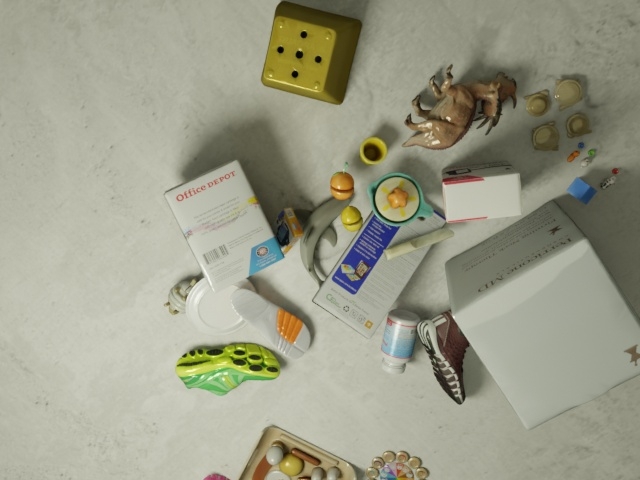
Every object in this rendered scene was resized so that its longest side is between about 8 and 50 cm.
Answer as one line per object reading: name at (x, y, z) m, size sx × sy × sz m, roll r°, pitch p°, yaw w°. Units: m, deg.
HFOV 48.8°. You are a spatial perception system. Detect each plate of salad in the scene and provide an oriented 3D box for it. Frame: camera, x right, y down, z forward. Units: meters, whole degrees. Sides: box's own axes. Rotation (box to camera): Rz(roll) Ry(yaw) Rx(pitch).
plate of salad at (-0.271, 0.171, 1.932) m, size 0.199 × 0.048 × 0.200 m, roll -8°, pitch 117°, yaw -16°

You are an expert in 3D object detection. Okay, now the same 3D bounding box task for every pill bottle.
pill bottle at (0.209, 0.271, 1.886) m, size 0.087 × 0.087 × 0.160 m, roll 12°, pitch 106°, yaw 5°

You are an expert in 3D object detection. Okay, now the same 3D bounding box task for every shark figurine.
shark figurine at (-0.019, 0.021, 1.839) m, size 0.166 × 0.116 × 0.279 m, roll 7°, pitch 104°, yaw 8°

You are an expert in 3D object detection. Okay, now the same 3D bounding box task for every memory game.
memory game at (0.221, 0.689, 2.039) m, size 0.186 × 0.012 × 0.186 m, roll 2°, pitch 105°, yaw 8°

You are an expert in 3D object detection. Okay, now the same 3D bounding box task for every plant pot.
plant pot at (-0.035, -0.441, 1.672) m, size 0.212 × 0.187 × 0.212 m, roll 15°, pitch 108°, yaw 4°

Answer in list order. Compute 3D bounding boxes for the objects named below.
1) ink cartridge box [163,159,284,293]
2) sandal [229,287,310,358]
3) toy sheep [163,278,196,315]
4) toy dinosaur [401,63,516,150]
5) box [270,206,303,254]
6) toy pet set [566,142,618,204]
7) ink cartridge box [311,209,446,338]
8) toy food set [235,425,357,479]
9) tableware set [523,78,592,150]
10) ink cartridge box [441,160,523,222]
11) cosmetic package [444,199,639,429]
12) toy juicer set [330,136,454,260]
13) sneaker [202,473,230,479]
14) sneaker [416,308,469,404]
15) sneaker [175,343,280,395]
ink cartridge box at (-0.247, -0.041, 1.776) m, size 0.198 × 0.197 × 0.270 m, roll -26°, pitch 99°, yaw -10°
sandal at (-0.137, 0.214, 1.925) m, size 0.265 × 0.076 × 0.102 m, roll 42°, pitch 84°, yaw -16°
toy sheep at (-0.376, 0.155, 1.937) m, size 0.091 × 0.091 × 0.132 m, roll 41°, pitch 116°, yaw -4°
toy dinosaur at (0.327, -0.297, 1.699) m, size 0.200 × 0.127 × 0.296 m, roll 36°, pitch 113°, yaw -10°
box at (-0.096, -0.018, 1.837) m, size 0.136 × 0.028 × 0.081 m, roll -46°, pitch 63°, yaw 50°
toy pet set at (0.650, -0.155, 1.716) m, size 0.122 × 0.065 × 0.114 m, roll 35°, pitch 107°, yaw -2°
ink cartridge box at (0.152, 0.051, 1.806) m, size 0.175 × 0.069 × 0.371 m, roll 35°, pitch 84°, yaw -2°
toy food set at (-0.077, 0.695, 2.041) m, size 0.306 × 0.092 × 0.220 m, roll 27°, pitch 107°, yaw 1°
tableware set at (0.573, -0.303, 1.710) m, size 0.141 × 0.020 × 0.169 m, roll -15°, pitch 104°, yaw 14°
ink cartridge box at (0.376, -0.119, 1.677) m, size 0.171 × 0.237 × 0.100 m, roll -6°, pitch 102°, yaw 10°
cosmetic package at (0.518, 0.155, 1.650) m, size 0.329 × 0.394 × 0.327 m, roll -32°, pitch 99°, yaw 14°
toy juicer set at (0.161, -0.077, 1.745) m, size 0.209 × 0.089 × 0.329 m, roll -40°, pitch 90°, yaw -9°
sneaker at (-0.278, 0.810, 2.097) m, size 0.111 × 0.103 × 0.252 m, roll -36°, pitch 97°, yaw 14°
sneaker at (0.373, 0.298, 1.867) m, size 0.162 × 0.106 × 0.281 m, roll -31°, pitch 119°, yaw -11°
sneaker at (-0.255, 0.366, 1.984) m, size 0.295 × 0.109 × 0.124 m, roll -2°, pitch 128°, yaw 7°
